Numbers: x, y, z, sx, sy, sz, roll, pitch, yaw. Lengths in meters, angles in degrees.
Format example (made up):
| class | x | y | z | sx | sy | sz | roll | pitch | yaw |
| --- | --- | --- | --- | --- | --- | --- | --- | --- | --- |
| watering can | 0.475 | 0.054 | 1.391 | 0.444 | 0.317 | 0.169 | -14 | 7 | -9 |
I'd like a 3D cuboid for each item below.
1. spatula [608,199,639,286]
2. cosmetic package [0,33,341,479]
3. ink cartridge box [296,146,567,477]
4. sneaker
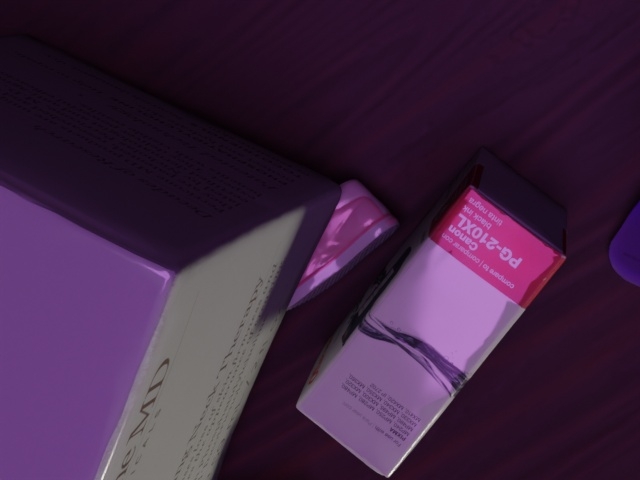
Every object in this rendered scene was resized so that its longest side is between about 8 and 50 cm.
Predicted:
| class | x | y | z | sx | sy | sz | roll | pitch | yaw |
| --- | --- | --- | --- | --- | --- | --- | --- | --- | --- |
| spatula | 0.335 | -0.085 | 1.443 | 0.084 | 0.030 | 0.296 | 24 | 105 | -5 |
| cosmetic package | -0.234 | 0.058 | 1.351 | 0.327 | 0.393 | 0.329 | 27 | 107 | 11 |
| ink cartridge box | 0.094 | 0.056 | 1.438 | 0.100 | 0.172 | 0.237 | 37 | 106 | -1 |
| sneaker | 0.000 | 0.000 | 1.505 | 0.134 | 0.051 | 0.070 | -41 | 80 | 22 |
